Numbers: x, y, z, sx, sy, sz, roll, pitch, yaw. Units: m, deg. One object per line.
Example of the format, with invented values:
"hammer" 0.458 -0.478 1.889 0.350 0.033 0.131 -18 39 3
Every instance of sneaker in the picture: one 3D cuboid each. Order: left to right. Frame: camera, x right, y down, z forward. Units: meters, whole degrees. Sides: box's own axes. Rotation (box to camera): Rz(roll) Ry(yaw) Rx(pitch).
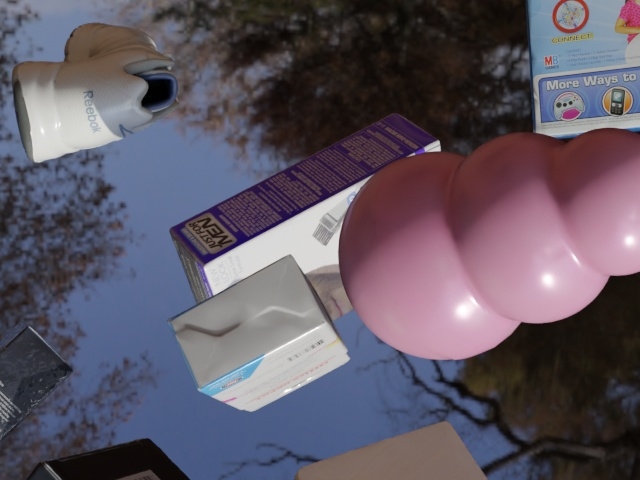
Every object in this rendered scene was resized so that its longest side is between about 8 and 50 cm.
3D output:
"sneaker" -0.192 -0.146 0.979 0.129 0.111 0.297 -4 -157 5

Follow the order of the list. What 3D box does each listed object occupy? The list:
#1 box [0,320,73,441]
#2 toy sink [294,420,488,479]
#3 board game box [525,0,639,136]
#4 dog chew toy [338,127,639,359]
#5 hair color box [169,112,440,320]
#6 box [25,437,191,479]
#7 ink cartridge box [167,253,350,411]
"box" -0.443 0.201 1.422 0.158 0.093 0.156 -45 -167 -16
"toy sink" 0.074 0.324 1.134 0.234 0.131 0.153 -10 -127 -38
"board game box" 0.395 -0.281 1.164 0.308 0.302 0.086 -3 -178 24
"dog chew toy" 0.178 -0.008 0.942 0.332 0.207 0.206 -20 -174 38
"hair color box" 0.000 0.000 1.272 0.339 0.185 0.110 -28 -140 -17
"box" -0.360 0.506 1.435 0.212 0.395 0.293 40 -172 17
"ink cartridge box" -0.042 0.080 0.800 0.104 0.061 0.181 -28 163 0
